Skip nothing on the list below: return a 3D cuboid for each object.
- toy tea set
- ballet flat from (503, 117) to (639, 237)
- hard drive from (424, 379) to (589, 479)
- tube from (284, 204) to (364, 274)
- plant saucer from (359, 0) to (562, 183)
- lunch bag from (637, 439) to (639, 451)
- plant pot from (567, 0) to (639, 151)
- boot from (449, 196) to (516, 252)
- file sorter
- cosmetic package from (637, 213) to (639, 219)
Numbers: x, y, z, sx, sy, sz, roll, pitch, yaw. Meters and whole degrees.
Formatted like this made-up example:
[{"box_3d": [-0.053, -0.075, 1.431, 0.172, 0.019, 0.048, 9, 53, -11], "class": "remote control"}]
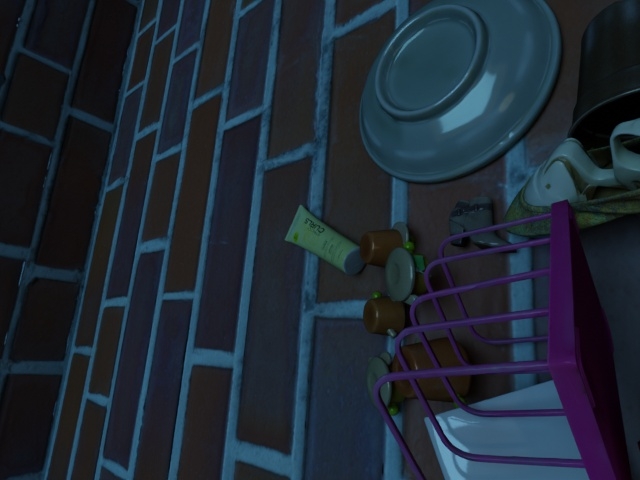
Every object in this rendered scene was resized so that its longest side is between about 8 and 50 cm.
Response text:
[{"box_3d": [0.159, 0.120, 0.716, 0.200, 0.124, 0.336, 142, 129, -65], "class": "toy tea set"}, {"box_3d": [0.350, -0.083, 0.506, 0.348, 0.123, 0.123, -11, 68, 62], "class": "ballet flat"}, {"box_3d": [0.275, 0.341, 0.500, 0.203, 0.040, 0.307, -22, 64, 10], "class": "hard drive"}, {"box_3d": [0.000, 0.000, 0.915, 0.070, 0.062, 0.240, -33, 37, -20], "class": "tube"}, {"box_3d": [0.214, -0.310, 0.785, 0.400, 0.100, 0.400, -16, 66, 39], "class": "plant saucer"}, {"box_3d": [0.402, 0.170, 0.324, 0.258, 0.293, 0.120, -17, 70, 38], "class": "lunch bag"}, {"box_3d": [0.409, -0.207, 0.541, 0.167, 0.167, 0.165, -8, 63, 41], "class": "plant pot"}, {"box_3d": [0.265, -0.028, 0.690, 0.118, 0.042, 0.087, 10, 76, 38], "class": "boot"}, {"box_3d": [0.207, 0.122, 0.471, 0.182, 0.290, 0.202, -16, 108, 35], "class": "file sorter"}, {"box_3d": [0.450, -0.061, 0.515, 0.115, 0.060, 0.041, -51, 47, 17], "class": "cosmetic package"}]
